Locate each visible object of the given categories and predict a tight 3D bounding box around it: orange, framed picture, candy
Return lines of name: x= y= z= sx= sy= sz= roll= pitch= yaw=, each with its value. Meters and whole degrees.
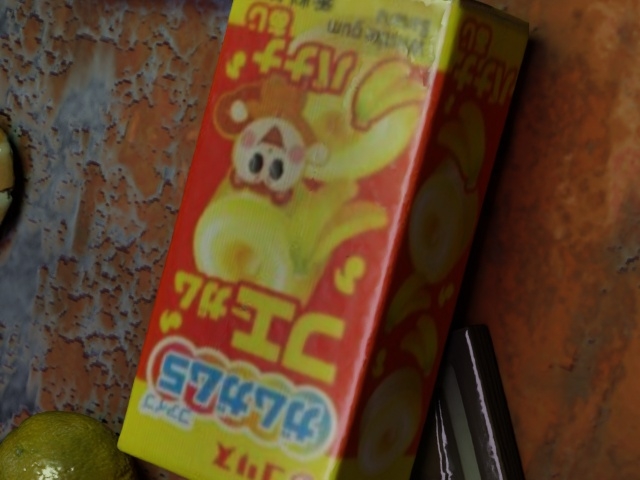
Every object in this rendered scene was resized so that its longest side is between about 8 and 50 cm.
orange: x=-0.154 y=0.144 z=0.978 sx=0.095 sy=0.085 sz=0.085 roll=42 pitch=111 yaw=27
framed picture: x=0.028 y=0.126 z=0.899 sx=0.168 sy=0.023 sz=0.128 roll=-17 pitch=83 yaw=31
candy: x=0.000 y=0.000 z=0.857 sx=0.146 sy=0.088 sz=0.276 roll=19 pitch=96 yaw=32

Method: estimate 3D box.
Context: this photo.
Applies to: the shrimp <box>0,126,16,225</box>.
shrimp: x=-0.265 y=-0.016 z=1.064 sx=0.184 sy=0.043 sz=0.091 roll=-35 pitch=77 yaw=27
